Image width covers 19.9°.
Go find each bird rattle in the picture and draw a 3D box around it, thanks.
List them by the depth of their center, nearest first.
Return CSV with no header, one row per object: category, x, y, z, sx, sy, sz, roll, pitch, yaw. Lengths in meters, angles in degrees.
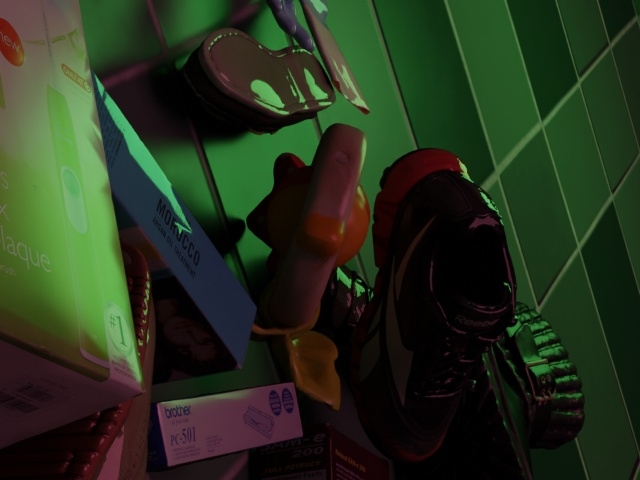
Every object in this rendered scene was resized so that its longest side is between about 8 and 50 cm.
bird rattle,0.000,0.000,1.430,0.253,0.143,0.207,-63,179,-42

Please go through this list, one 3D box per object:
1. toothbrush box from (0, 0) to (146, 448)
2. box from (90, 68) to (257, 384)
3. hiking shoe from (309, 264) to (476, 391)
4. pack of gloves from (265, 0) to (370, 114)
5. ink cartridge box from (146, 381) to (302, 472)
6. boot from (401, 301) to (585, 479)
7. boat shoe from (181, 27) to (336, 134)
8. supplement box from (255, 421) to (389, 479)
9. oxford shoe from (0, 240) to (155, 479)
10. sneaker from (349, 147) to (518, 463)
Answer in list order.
toothbrush box,-0.219,-0.046,1.018,0.206,0.122,0.283,35,37,-57
box,-0.144,-0.001,1.237,0.244,0.100,0.060,57,32,-38
hiking shoe,0.058,0.070,1.638,0.227,0.114,0.086,53,33,-44
pack of gloves,-0.019,-0.247,1.631,0.195,0.046,0.232,34,30,-59
ink cartridge box,-0.100,0.133,1.269,0.207,0.097,0.046,0,78,-67
boot,0.181,0.211,1.826,0.260,0.131,0.348,21,58,-63
boat shoe,-0.060,-0.124,1.526,0.081,0.068,0.227,65,21,10
supplement box,0.006,0.280,1.464,0.130,0.073,0.239,41,43,-57
oxford shoe,-0.162,0.164,1.108,0.130,0.123,0.348,58,38,-50
sneaker,0.094,0.070,1.488,0.097,0.135,0.276,-5,113,-28
